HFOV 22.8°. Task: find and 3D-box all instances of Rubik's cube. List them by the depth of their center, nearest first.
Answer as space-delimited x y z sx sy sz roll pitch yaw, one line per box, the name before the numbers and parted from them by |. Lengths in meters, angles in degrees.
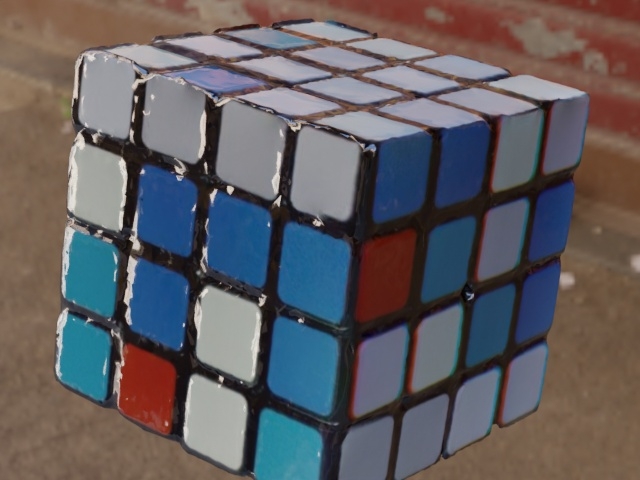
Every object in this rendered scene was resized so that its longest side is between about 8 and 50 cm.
Rubik's cube | 0.000 0.000 0.655 0.154 0.151 0.155 21 23 34
